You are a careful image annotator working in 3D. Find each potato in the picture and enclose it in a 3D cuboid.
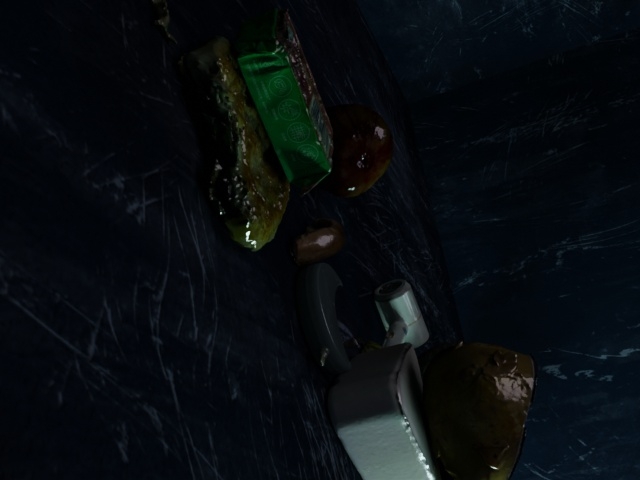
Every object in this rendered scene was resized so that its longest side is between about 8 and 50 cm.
[{"bbox_3d":[0.289,0.346,1.611,0.246,0.196,0.300,111,-6,-80],"label":"potato"}]

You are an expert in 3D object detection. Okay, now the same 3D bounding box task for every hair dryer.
[{"bbox_3d":[0.184,0.248,2.056,0.173,0.107,0.357,66,23,-16],"label":"hair dryer"}]

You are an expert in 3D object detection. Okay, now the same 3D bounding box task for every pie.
[{"bbox_3d":[-0.133,-0.158,1.364,0.296,0.078,0.371,25,52,-70],"label":"pie"}]

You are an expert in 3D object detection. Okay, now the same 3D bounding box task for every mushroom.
[{"bbox_3d":[0.001,0.002,1.653,0.210,0.094,0.072,-57,126,-76],"label":"mushroom"}]

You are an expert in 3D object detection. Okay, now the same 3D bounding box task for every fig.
[{"bbox_3d":[0.044,-0.236,1.937,0.217,0.217,0.321,66,-6,-26],"label":"fig"}]

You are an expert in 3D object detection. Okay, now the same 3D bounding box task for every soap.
[{"bbox_3d":[-0.054,-0.246,1.412,0.218,0.098,0.273,-91,161,-57],"label":"soap"}]

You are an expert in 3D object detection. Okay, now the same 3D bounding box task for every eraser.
[{"bbox_3d":[0.126,0.347,1.624,0.331,0.149,0.331,-14,90,-77],"label":"eraser"}]

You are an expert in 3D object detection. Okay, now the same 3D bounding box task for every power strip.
[{"bbox_3d":[0.005,0.148,1.576,0.167,0.054,0.253,54,24,-44],"label":"power strip"}]

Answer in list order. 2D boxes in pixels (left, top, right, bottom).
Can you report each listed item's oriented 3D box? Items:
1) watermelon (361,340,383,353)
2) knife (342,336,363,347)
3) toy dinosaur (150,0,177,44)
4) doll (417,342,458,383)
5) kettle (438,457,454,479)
[{"bbox_3d":[0.140,0.308,1.857,0.087,0.069,0.163,11,65,-72],"label":"watermelon"},{"bbox_3d":[0.071,0.229,1.811,0.023,0.010,0.170,70,16,10],"label":"knife"},{"bbox_3d":[-0.252,-0.367,1.268,0.060,0.029,0.120,78,-7,-80],"label":"toy dinosaur"},{"bbox_3d":[0.352,0.436,2.202,0.349,0.247,0.247,-78,148,-67],"label":"doll"},{"bbox_3d":[0.295,0.557,1.773,0.290,0.207,0.268,45,-53,43],"label":"kettle"}]
